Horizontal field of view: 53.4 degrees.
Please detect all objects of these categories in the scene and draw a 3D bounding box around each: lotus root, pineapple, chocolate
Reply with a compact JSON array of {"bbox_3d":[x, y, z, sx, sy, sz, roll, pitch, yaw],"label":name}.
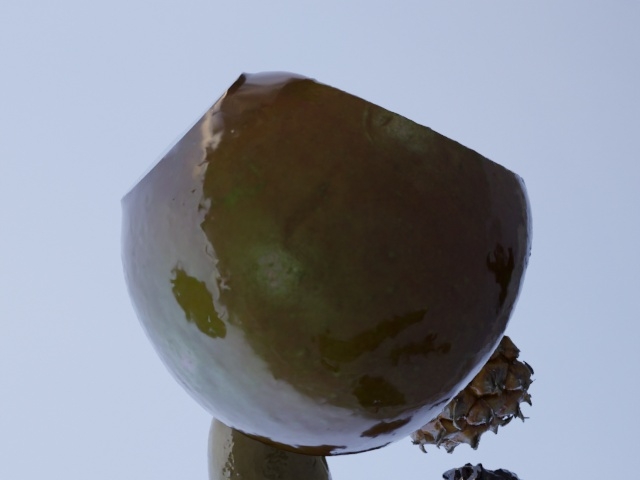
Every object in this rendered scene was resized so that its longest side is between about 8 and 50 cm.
[{"bbox_3d":[-0.056,0.302,0.749,0.146,0.131,0.303,-10,-84,-6],"label":"lotus root"},{"bbox_3d":[0.193,0.297,1.078,0.286,0.344,0.209,-35,-97,-12],"label":"pineapple"},{"bbox_3d":[0.372,0.602,1.525,0.177,0.224,0.206,47,-165,4],"label":"chocolate"}]

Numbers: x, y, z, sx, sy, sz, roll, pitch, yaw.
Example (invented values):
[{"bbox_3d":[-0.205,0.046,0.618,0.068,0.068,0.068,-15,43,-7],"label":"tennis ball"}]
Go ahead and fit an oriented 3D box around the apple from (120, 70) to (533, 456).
[{"bbox_3d":[0.000,0.000,0.622,0.374,0.374,0.384,49,-129,-15],"label":"apple"}]
